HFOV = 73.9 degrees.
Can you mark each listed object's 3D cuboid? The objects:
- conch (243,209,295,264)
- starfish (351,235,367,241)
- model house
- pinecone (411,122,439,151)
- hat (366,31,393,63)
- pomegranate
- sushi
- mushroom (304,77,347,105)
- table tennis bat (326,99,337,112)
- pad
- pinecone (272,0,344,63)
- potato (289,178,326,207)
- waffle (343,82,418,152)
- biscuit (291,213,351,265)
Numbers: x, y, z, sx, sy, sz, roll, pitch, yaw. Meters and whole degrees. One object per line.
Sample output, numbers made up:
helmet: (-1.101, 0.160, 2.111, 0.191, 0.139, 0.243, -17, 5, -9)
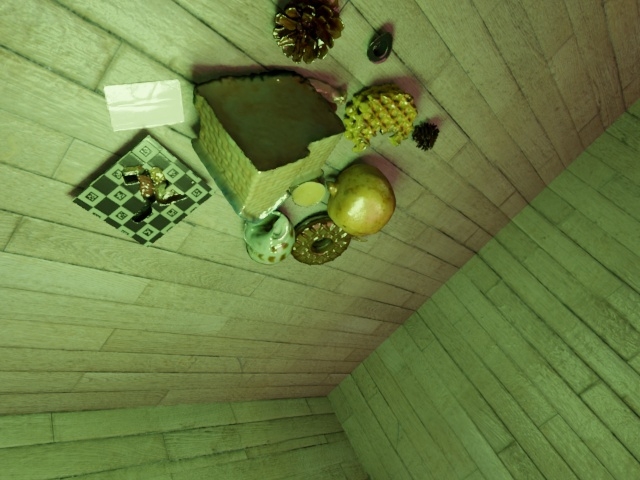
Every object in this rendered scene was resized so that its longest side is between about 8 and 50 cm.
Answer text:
conch: (-0.242, -0.010, 1.928, 0.249, 0.197, 0.368, 33, 118, -12)
starfish: (0.135, -0.052, 2.276, 0.302, 0.060, 0.299, -22, 144, 1)
model house: (-0.207, -0.321, 1.517, 0.445, 0.395, 0.400, -30, 163, -35)
pinecone: (0.494, -0.495, 2.011, 0.120, 0.140, 0.140, 14, 129, -6)
hat: (0.220, -0.731, 1.598, 0.121, 0.050, 0.121, -21, 146, -15)
pomegranate: (0.168, -0.185, 1.952, 0.342, 0.343, 0.343, -21, 141, -18)
sushi: (-0.631, -0.177, 1.549, 0.359, 0.064, 0.343, -38, 139, 6)
mushroom: (0.021, -0.571, 1.619, 0.201, 0.054, 0.059, 11, 88, -36)
table tennis bat: (0.022, -0.507, 1.720, 0.130, 0.019, 0.220, -47, 140, 14)
pad: (-0.561, -0.433, 1.367, 0.231, 0.004, 0.157, -16, 140, -23)
pinecone: (-0.038, -0.669, 1.353, 0.228, 0.202, 0.203, -13, 130, 12)
potato: (-0.065, -0.231, 1.912, 0.163, 0.081, 0.200, -30, 149, 14)
waffle: (0.257, -0.513, 1.788, 0.323, 0.151, 0.261, -17, 142, -28)
biscuit: (0.000, 0.000, 2.157, 0.331, 0.103, 0.332, -12, 138, -11)
